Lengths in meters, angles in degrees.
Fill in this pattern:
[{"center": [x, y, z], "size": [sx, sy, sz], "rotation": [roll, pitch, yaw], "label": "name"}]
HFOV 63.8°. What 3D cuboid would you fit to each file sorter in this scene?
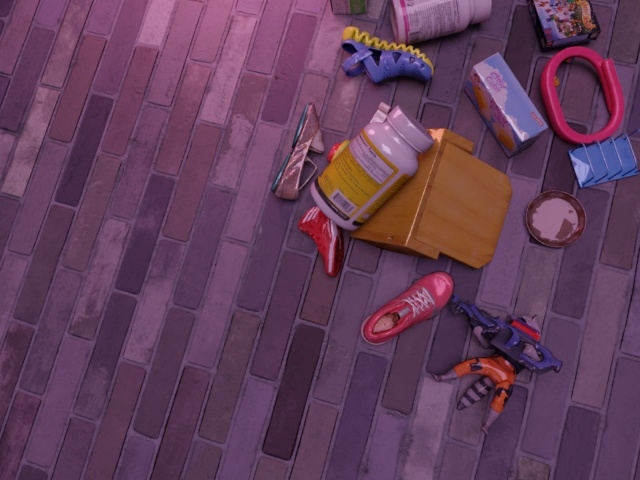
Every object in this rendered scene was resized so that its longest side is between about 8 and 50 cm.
[{"center": [0.832, -0.237, 1.480], "size": [0.170, 0.104, 0.118], "rotation": [-14, 80, 4], "label": "file sorter"}]

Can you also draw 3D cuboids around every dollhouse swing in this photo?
[{"center": [0.335, -0.109, 1.539], "size": [0.315, 0.305, 0.346], "rotation": [11, 80, 50], "label": "dollhouse swing"}]

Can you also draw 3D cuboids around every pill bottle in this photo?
[{"center": [0.363, -0.710, 1.580], "size": [0.283, 0.160, 0.160], "rotation": [-13, 80, 4], "label": "pill bottle"}, {"center": [0.143, -0.199, 1.411], "size": [0.334, 0.188, 0.188], "rotation": [-44, 78, 22], "label": "pill bottle"}]

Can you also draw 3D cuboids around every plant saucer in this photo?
[{"center": [0.686, -0.062, 1.506], "size": [0.169, 0.029, 0.168], "rotation": [-1, 80, 6], "label": "plant saucer"}]

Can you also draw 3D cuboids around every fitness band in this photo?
[{"center": [0.772, -0.429, 1.523], "size": [0.209, 0.054, 0.290], "rotation": [-17, 92, 3], "label": "fitness band"}]

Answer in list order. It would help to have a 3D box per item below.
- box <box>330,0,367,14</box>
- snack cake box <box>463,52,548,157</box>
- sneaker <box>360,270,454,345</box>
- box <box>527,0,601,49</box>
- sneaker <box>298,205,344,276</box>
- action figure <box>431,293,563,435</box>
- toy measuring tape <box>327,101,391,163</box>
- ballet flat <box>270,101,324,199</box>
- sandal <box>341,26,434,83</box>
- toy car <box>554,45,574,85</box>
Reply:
[{"center": [0.087, -0.877, 1.586], "size": [0.127, 0.262, 0.231], "rotation": [2, 80, 7], "label": "box"}, {"center": [0.539, -0.392, 1.513], "size": [0.089, 0.152, 0.264], "rotation": [-29, 79, 2], "label": "snack cake box"}, {"center": [0.254, 0.200, 1.459], "size": [0.314, 0.136, 0.116], "rotation": [-36, 80, 0], "label": "sneaker"}, {"center": [0.740, -0.709, 1.580], "size": [0.159, 0.044, 0.233], "rotation": [-11, 72, 5], "label": "box"}, {"center": [0.000, 0.000, 1.562], "size": [0.128, 0.087, 0.221], "rotation": [-1, 78, 22], "label": "sneaker"}, {"center": [0.470, 0.314, 1.437], "size": [0.330, 0.178, 0.341], "rotation": [-40, 52, -8], "label": "action figure"}, {"center": [0.115, -0.296, 1.565], "size": [0.121, 0.121, 0.330], "rotation": [33, 86, 10], "label": "toy measuring tape"}, {"center": [-0.052, -0.269, 1.599], "size": [0.106, 0.107, 0.315], "rotation": [23, 89, -11], "label": "ballet flat"}, {"center": [0.195, -0.546, 1.600], "size": [0.317, 0.126, 0.138], "rotation": [23, 88, 18], "label": "sandal"}, {"center": [0.738, -0.533, 1.582], "size": [0.041, 0.060, 0.122], "rotation": [24, 105, -33], "label": "toy car"}]
